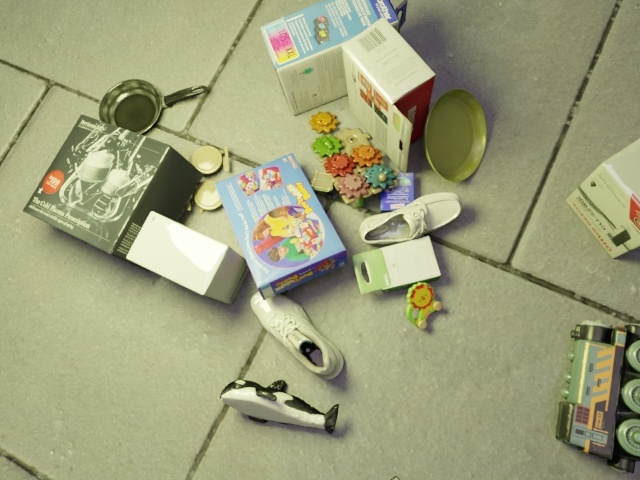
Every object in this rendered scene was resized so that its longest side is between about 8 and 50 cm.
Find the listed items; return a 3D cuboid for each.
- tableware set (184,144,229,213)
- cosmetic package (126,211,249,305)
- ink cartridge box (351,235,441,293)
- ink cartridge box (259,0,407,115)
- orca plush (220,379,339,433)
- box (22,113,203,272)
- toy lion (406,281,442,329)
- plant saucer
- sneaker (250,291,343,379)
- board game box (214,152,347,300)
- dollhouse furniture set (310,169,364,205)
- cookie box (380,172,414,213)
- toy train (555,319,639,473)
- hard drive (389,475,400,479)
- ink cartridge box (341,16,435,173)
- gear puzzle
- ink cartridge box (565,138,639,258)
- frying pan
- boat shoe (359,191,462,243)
[{"bbox_3d":[-0.320,-0.177,1.460,0.128,0.039,0.194,-5,77,-3],"label":"tableware set"},{"bbox_3d":[-0.327,0.053,1.304,0.224,0.224,0.138,23,79,13],"label":"cosmetic package"},{"bbox_3d":[0.196,0.070,1.319,0.210,0.062,0.108,-14,75,3],"label":"ink cartridge box"},{"bbox_3d":[0.064,-0.524,1.382,0.396,0.270,0.151,-20,77,2],"label":"ink cartridge box"},{"bbox_3d":[-0.095,0.383,1.256,0.288,0.151,0.102,4,45,11],"label":"orca plush"},{"bbox_3d":[-0.558,-0.132,1.376,0.344,0.179,0.312,21,78,23],"label":"box"},{"bbox_3d":[0.253,0.160,1.281,0.096,0.034,0.100,42,84,-17],"label":"toy lion"},{"bbox_3d":[0.349,-0.276,1.337,0.037,0.241,0.240,12,73,54],"label":"plant saucer"},{"bbox_3d":[-0.063,0.227,1.276,0.297,0.129,0.111,38,85,16],"label":"sneaker"},{"bbox_3d":[-0.109,-0.047,1.323,0.234,0.078,0.347,-23,60,-8],"label":"board game box"},{"bbox_3d":[0.048,-0.141,1.387,0.152,0.058,0.076,10,47,5],"label":"dollhouse furniture set"},{"bbox_3d":[0.208,-0.128,1.380,0.092,0.040,0.107,1,76,6],"label":"cookie box"},{"bbox_3d":[0.658,0.344,1.158,0.190,0.142,0.333,10,77,19],"label":"toy train"},{"bbox_3d":[0.182,0.643,1.192,0.094,0.022,0.135,-36,74,-3],"label":"hard drive"},{"bbox_3d":[0.191,-0.352,1.302,0.130,0.309,0.271,-35,75,-3],"label":"ink cartridge box"},{"bbox_3d":[0.073,-0.256,1.396,0.176,0.044,0.338,-21,59,-14],"label":"gear puzzle"},{"bbox_3d":[0.720,-0.087,1.188,0.114,0.273,0.197,-32,74,2],"label":"ink cartridge box"},{"bbox_3d":[-0.521,-0.434,1.546,0.326,0.053,0.197,-33,74,-4],"label":"frying pan"},{"bbox_3d":[0.236,-0.044,1.306,0.277,0.096,0.098,-20,104,10],"label":"boat shoe"}]
